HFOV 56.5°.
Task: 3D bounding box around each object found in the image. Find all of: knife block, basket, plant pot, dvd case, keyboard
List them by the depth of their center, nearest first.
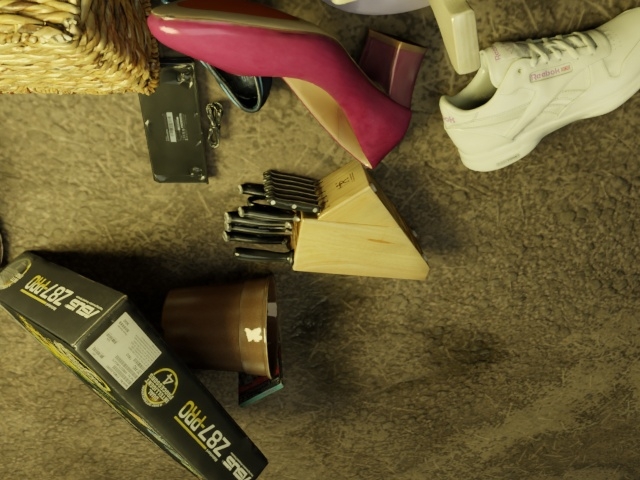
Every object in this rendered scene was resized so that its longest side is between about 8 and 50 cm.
[{"bbox_3d":[-0.340,-0.276,0.618,0.299,0.223,0.213,0,93,5],"label":"basket"},{"bbox_3d":[-0.183,-0.157,0.806,0.108,0.023,0.180,0,127,-1],"label":"keyboard"},{"bbox_3d":[0.000,0.000,0.908,0.242,0.088,0.275,-31,125,15],"label":"knife block"},{"bbox_3d":[-0.156,0.136,0.950,0.165,0.167,0.167,0,127,2],"label":"plant pot"},{"bbox_3d":[-0.105,0.224,1.037,0.087,0.119,0.013,-30,125,12],"label":"dvd case"}]

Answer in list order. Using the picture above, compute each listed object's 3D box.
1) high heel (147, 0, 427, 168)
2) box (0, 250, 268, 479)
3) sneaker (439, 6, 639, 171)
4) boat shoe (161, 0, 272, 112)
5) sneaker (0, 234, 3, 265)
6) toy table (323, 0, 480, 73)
[{"bbox_3d":[-0.026,-0.163,0.691,0.377,0.127,0.181,-2,122,-37],"label":"high heel"},{"bbox_3d":[-0.286,0.203,0.894,0.097,0.318,0.395,-48,131,-25],"label":"box"},{"bbox_3d":[0.299,-0.215,0.776,0.305,0.114,0.152,-34,125,16],"label":"sneaker"},{"bbox_3d":[-0.119,-0.268,0.690,0.109,0.089,0.258,-28,125,12],"label":"boat shoe"},{"bbox_3d":[-0.511,-0.019,0.768,0.107,0.162,0.281,-5,126,-5],"label":"sneaker"},{"bbox_3d":[0.117,-0.322,0.644,0.274,0.161,0.252,-26,126,10],"label":"toy table"}]
